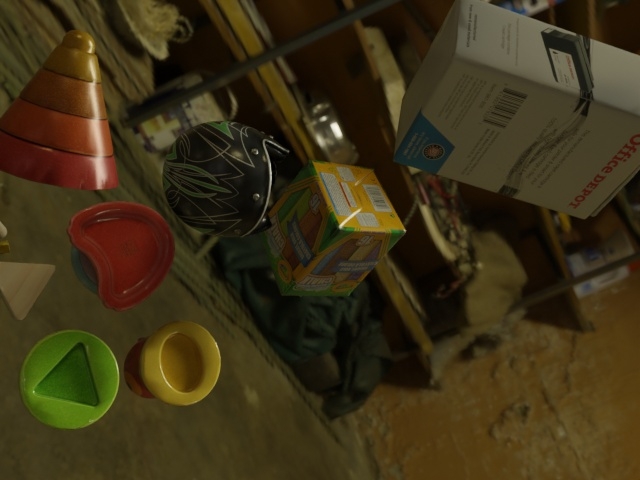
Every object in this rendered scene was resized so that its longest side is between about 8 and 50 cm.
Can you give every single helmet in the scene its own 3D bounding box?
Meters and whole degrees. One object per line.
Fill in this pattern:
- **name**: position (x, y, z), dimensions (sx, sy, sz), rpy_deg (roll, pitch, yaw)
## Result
- **helmet**: position (-0.127, -0.081, 1.105), dimensions (0.161, 0.169, 0.169), rpy_deg (-16, 83, -67)

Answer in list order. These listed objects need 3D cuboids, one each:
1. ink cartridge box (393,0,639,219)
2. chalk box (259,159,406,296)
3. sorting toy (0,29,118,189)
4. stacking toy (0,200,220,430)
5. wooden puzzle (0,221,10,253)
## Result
- **ink cartridge box**: position (0.365, -0.222, 1.467), dimensions (0.285, 0.395, 0.166), rpy_deg (118, -14, -55)
- **chalk box**: position (0.000, 0.000, 1.256), dimensions (0.132, 0.213, 0.132), rpy_deg (4, 49, -38)
- **sorting toy**: position (-0.308, -0.128, 0.624), dimensions (0.366, 0.126, 0.127), rpy_deg (8, 15, -43)
- **stacking toy**: position (-0.320, 0.114, 1.185), dimensions (0.130, 0.279, 0.309), rpy_deg (-15, -87, 57)
- **wooden puzzle**: position (-0.373, -0.010, 0.868), dimensions (0.116, 0.079, 0.014), rpy_deg (94, -28, -60)
